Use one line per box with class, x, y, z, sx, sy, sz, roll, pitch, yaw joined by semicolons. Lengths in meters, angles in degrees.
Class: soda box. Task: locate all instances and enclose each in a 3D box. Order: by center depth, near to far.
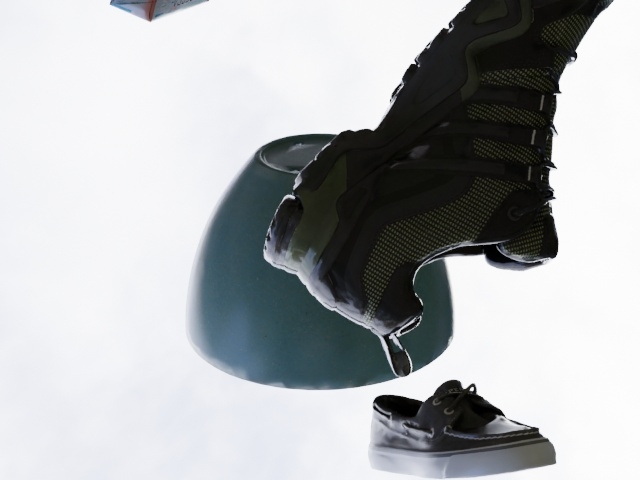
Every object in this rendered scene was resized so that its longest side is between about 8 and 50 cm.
soda box;-0.197;-0.329;1.668;0.063;0.058;0.183;25;-156;11

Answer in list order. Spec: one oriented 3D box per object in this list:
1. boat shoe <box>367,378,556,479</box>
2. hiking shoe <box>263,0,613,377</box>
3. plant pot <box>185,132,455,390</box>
boat shoe;0.108;0.152;1.070;0.080;0.228;0.076;-4;-94;-25
hiking shoe;0.082;-0.043;0.631;0.114;0.086;0.227;44;-91;1
plant pot;0.000;0.000;1.365;0.290;0.195;0.290;0;-157;0
